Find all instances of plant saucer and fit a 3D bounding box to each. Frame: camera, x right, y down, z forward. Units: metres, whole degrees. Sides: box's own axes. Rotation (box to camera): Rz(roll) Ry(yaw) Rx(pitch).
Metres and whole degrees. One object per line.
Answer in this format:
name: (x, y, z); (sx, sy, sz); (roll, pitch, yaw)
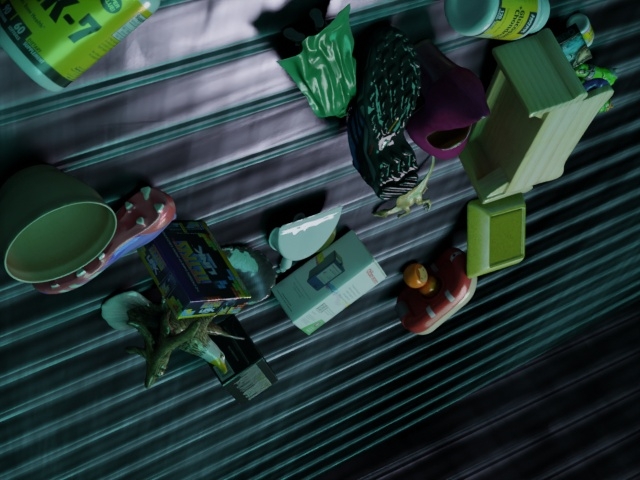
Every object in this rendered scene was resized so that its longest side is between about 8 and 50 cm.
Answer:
plant saucer: (0.000, 0.000, 2.045); (0.083, 0.015, 0.083); (-28, 154, -15)
plant saucer: (0.424, -0.013, 2.397); (0.188, 0.045, 0.188); (-14, 110, -38)

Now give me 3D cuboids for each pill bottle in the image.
pill bottle: (0.498, -0.399, 1.945); (0.043, 0.043, 0.083); (-41, 155, 11)
pill bottle: (0.292, -0.379, 1.650); (0.184, 0.103, 0.103); (-7, 143, -45)
pill bottle: (-0.255, -0.273, 1.128); (0.208, 0.119, 0.119); (-39, 155, 6)

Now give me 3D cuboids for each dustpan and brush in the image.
dustpan and brush: (-0.046, 0.006, 1.966); (0.147, 0.060, 0.211); (-20, 144, -28)

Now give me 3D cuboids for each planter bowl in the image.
planter bowl: (-0.378, -0.034, 1.399); (0.162, 0.109, 0.162); (-28, 153, -16)

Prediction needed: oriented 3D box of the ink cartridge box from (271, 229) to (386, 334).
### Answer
ink cartridge box: (0.020, 0.090, 2.129); (0.212, 0.093, 0.154); (-35, 160, 2)

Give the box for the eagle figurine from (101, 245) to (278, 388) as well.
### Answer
eagle figurine: (-0.232, 0.146, 1.863); (0.226, 0.225, 0.298); (-3, -156, 24)

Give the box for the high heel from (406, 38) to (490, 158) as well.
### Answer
high heel: (0.241, -0.195, 1.813); (0.127, 0.181, 0.377); (-37, 155, 2)

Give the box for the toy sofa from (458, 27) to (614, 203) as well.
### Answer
toy sofa: (0.387, -0.229, 1.905); (0.177, 0.150, 0.362); (-19, 158, -13)

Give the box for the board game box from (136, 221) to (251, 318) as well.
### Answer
board game box: (-0.212, 0.045, 1.672); (0.141, 0.170, 0.048); (-1, 140, -52)

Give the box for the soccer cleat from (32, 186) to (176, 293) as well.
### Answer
soccer cleat: (-0.330, 0.009, 1.576); (0.248, 0.083, 0.095); (-37, 160, -4)

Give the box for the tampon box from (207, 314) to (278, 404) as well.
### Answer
tampon box: (-0.175, 0.255, 2.142); (0.101, 0.120, 0.161); (-34, 155, -6)

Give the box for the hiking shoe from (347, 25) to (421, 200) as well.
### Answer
hiking shoe: (0.085, -0.213, 1.674); (0.113, 0.132, 0.304); (-20, 128, -27)

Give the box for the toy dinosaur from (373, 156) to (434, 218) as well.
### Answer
toy dinosaur: (0.194, -0.094, 2.082); (0.183, 0.053, 0.093); (-44, 152, 18)

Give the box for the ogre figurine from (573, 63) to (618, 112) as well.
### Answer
ogre figurine: (0.544, -0.308, 2.113); (0.118, 0.097, 0.197); (-9, 133, -13)

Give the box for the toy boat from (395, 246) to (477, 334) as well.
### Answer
toy boat: (0.259, 0.105, 2.447); (0.231, 0.151, 0.151); (-43, 125, 14)

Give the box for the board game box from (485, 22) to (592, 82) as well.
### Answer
board game box: (0.416, -0.332, 1.930); (0.186, 0.026, 0.126); (-29, 157, 17)

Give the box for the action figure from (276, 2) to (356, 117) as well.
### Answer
action figure: (0.006, -0.254, 1.553); (0.137, 0.063, 0.232); (-35, 151, -6)
